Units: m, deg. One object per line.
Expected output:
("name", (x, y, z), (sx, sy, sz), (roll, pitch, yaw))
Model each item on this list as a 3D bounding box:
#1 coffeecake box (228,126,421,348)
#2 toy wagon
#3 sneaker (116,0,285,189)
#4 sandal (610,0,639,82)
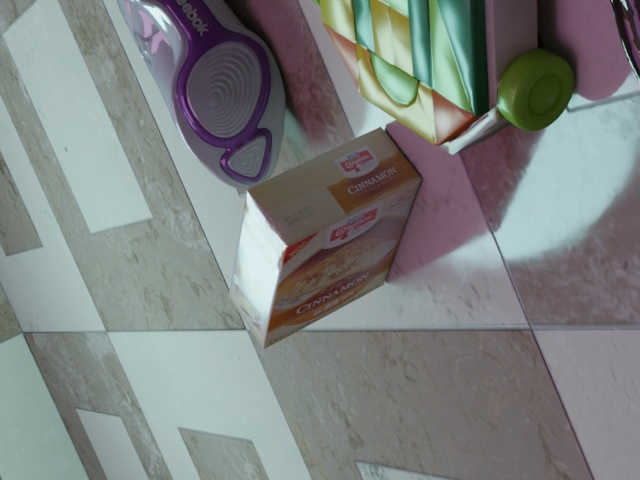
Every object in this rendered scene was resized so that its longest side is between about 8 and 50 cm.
("coffeecake box", (0.000, 0.000, 1.295), (0.068, 0.142, 0.185), (54, 155, 22))
("toy wagon", (0.065, -0.234, 1.010), (0.267, 0.068, 0.344), (39, 147, 45))
("sneaker", (-0.121, -0.195, 1.439), (0.152, 0.114, 0.305), (157, 89, -85))
("sandal", (0.183, -0.170, 0.808), (0.060, 0.090, 0.219), (-25, 90, 50))
